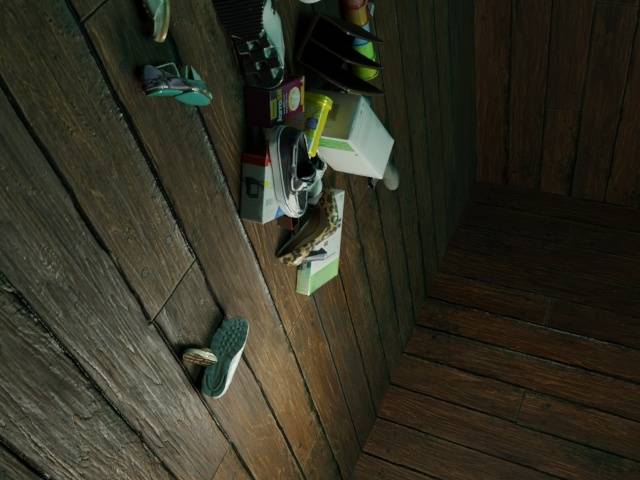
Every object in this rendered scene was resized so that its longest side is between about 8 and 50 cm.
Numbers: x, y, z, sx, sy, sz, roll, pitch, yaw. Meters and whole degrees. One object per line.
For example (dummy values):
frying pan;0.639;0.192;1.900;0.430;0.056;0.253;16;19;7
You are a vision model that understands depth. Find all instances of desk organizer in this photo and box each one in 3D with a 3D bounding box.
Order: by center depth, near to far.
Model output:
desk organizer;-0.102;-0.101;2.060;0.047;0.050;0.130;-50;144;-47

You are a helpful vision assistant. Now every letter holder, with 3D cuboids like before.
letter holder;0.100;-0.543;2.029;0.152;0.214;0.302;-61;162;21

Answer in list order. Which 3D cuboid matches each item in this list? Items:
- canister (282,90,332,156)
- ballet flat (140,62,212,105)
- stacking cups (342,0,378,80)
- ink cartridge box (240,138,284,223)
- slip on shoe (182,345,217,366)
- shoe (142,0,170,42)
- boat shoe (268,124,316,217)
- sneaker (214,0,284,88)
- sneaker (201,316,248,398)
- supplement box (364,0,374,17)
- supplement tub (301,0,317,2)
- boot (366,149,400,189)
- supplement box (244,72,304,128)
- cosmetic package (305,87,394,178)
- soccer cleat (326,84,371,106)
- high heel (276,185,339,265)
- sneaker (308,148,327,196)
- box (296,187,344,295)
canister;-0.048;-0.337;1.967;0.073;0.126;0.170;25;82;-66
ballet flat;-0.306;-0.341;1.465;0.221;0.077;0.079;-10;91;-64
stacking cups;0.121;-0.684;2.229;0.096;0.096;0.316;-57;145;-38
ink cartridge box;-0.151;-0.175;1.875;0.134;0.078;0.231;-29;128;-60
slip on shoe;-0.320;0.297;1.794;0.135;0.051;0.041;33;32;-57
shoe;-0.330;-0.504;1.341;0.058;0.076;0.219;-3;113;-20
boat shoe;-0.060;-0.178;1.849;0.108;0.102;0.301;-56;149;-41
sneaker;-0.163;-0.544;1.642;0.330;0.122;0.146;75;18;-46
sneaker;-0.263;0.324;1.900;0.095;0.090;0.235;74;38;-71
supplement box;0.139;-0.772;2.245;0.083;0.055;0.043;14;88;-67
supplement tub;-0.055;-0.709;1.733;0.199;0.144;0.144;28;76;-66
boot;0.233;-0.260;2.718;0.161;0.083;0.246;-54;143;-29
supplement box;-0.121;-0.379;1.835;0.188;0.081;0.104;-42;139;-53
cosmetic package;0.085;-0.336;2.179;0.365;0.197;0.155;34;71;-64
soccer cleat;0.092;-0.447;2.267;0.289;0.093;0.121;-15;122;-63
high heel;-0.041;-0.041;2.126;0.186;0.093;0.261;-6;117;-38
sneaker;-0.027;-0.217;2.114;0.094;0.091;0.258;-66;154;-23
box;0.000;0.000;2.337;0.232;0.058;0.322;-30;127;-59
